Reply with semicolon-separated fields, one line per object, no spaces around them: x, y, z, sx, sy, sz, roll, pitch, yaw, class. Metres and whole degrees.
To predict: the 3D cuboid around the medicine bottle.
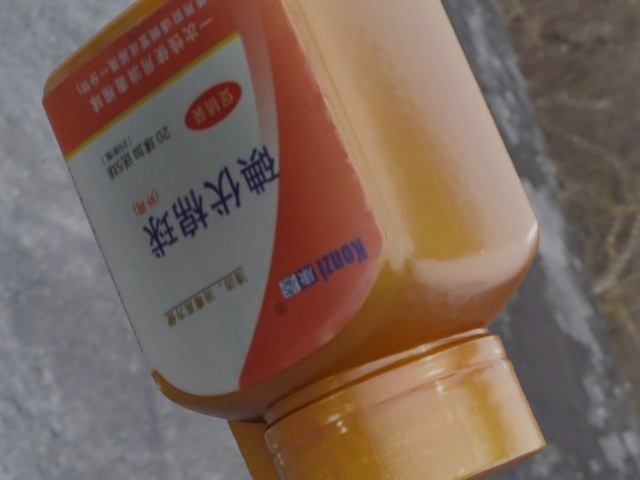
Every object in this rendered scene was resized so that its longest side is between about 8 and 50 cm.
-0.001;0.000;0.754;0.112;0.149;0.222;-10;74;-52;medicine bottle
